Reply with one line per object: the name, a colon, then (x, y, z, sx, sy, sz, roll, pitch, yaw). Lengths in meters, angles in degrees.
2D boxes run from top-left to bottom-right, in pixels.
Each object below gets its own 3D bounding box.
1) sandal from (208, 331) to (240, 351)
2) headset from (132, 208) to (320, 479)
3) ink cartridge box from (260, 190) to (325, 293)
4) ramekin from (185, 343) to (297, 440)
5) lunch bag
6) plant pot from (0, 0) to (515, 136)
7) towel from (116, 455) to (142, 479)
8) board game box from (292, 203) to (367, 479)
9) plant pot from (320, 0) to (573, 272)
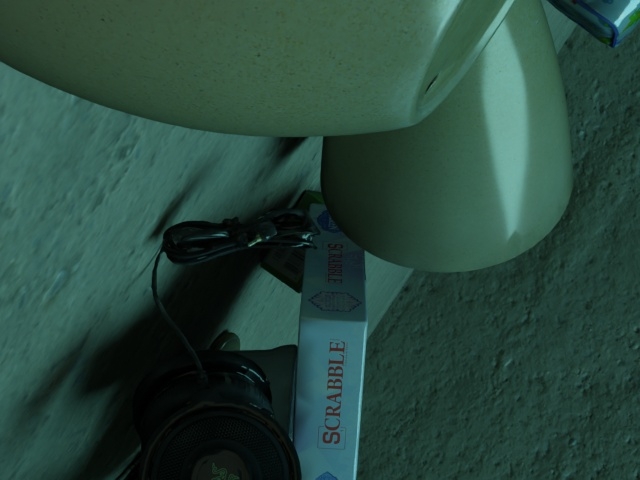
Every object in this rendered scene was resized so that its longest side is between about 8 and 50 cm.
sandal: (-0.119, 0.198, 1.410, 0.072, 0.049, 0.180, -31, 134, -57)
headset: (-0.067, 0.172, 0.951, 0.243, 0.185, 0.394, -130, -149, -73)
ink cartridge box: (0.000, 0.000, 1.398, 0.109, 0.062, 0.209, -57, 171, 8)
ramekin: (-0.099, 0.252, 1.239, 0.277, 0.135, 0.277, 3, 90, -89)
lunch bag: (0.248, -0.298, 1.148, 0.090, 0.219, 0.176, -51, 171, 9)
plant pot: (-0.004, -0.154, 0.482, 0.284, 0.191, 0.284, -53, 170, -14)
towel: (-0.213, 0.342, 1.522, 0.312, 0.056, 0.324, -46, 166, -44)
board game box: (0.007, 0.161, 1.172, 0.318, 0.066, 0.318, -86, 179, -69)
plant pot: (0.114, -0.152, 1.019, 0.256, 0.256, 0.274, -51, 153, -27)
